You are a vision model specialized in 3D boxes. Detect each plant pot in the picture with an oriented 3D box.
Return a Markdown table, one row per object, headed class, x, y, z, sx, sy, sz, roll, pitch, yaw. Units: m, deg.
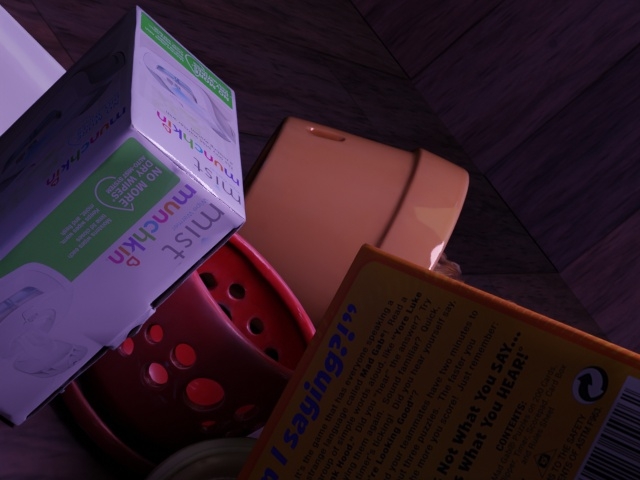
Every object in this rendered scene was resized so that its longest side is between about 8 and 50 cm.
| class | x | y | z | sx | sy | sz | roll | pitch | yaw |
| --- | --- | --- | --- | --- | --- | --- | --- | --- | --- |
| plant pot | 0.000 | 0.000 | 1.774 | 0.203 | 0.291 | 0.291 | 29 | 20 | -6 |
| plant pot | -0.117 | 0.096 | 1.395 | 0.191 | 0.174 | 0.191 | 43 | 19 | -18 |

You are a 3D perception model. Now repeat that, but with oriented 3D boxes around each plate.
| class | x | y | z | sx | sy | sz | roll | pitch | yaw |
| --- | --- | --- | --- | --- | --- | --- | --- | --- | --- |
| plate | -0.289 | -0.114 | 1.634 | 0.277 | 0.045 | 0.278 | 46 | 18 | -10 |

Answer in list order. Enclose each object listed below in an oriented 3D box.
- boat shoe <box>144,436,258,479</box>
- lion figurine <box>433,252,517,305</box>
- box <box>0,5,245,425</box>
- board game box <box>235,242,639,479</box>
| class | x | y | z | sx | sy | sz | roll | pitch | yaw |
| --- | --- | --- | --- | --- | --- | --- | --- | --- | --- |
| boat shoe | -0.040 | 0.246 | 1.390 | 0.285 | 0.104 | 0.089 | 30 | 23 | -49 |
| lion figurine | 0.154 | 0.153 | 2.022 | 0.240 | 0.142 | 0.392 | 24 | 34 | -41 |
| box | -0.193 | -0.021 | 1.311 | 0.127 | 0.262 | 0.231 | 41 | 20 | -24 |
| board game box | 0.167 | 0.270 | 1.208 | 0.356 | 0.356 | 0.356 | 23 | -7 | 46 |
